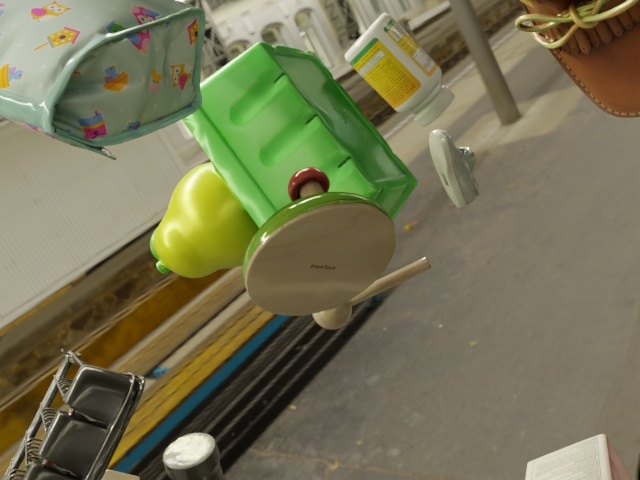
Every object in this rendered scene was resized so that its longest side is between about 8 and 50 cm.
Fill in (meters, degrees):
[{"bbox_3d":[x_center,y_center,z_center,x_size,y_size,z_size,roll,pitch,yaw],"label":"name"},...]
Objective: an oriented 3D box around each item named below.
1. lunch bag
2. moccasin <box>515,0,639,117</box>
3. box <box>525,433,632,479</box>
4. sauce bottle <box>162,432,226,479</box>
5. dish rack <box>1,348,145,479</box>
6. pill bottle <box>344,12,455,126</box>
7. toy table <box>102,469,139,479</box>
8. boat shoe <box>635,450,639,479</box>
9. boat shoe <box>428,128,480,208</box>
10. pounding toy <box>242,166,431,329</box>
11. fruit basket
[{"bbox_3d":[-0.291,-0.199,0.745,0.223,0.160,0.262,22,39,17],"label":"lunch bag"},{"bbox_3d":[0.222,-0.256,0.584,0.139,0.380,0.147,-5,45,39],"label":"moccasin"},{"bbox_3d":[0.413,0.426,1.031,0.148,0.127,0.232,-30,-3,22],"label":"box"},{"bbox_3d":[-0.135,0.421,0.902,0.111,0.345,0.111,-8,22,3],"label":"sauce bottle"},{"bbox_3d":[-0.290,0.223,0.725,0.271,0.074,0.208,-10,52,65],"label":"dish rack"},{"bbox_3d":[0.157,-0.322,1.270,0.117,0.208,0.117,-45,11,11],"label":"pill bottle"},{"bbox_3d":[-0.312,0.547,1.260,0.274,0.252,0.161,-21,50,51],"label":"toy table"},{"bbox_3d":[0.397,0.220,0.719,0.068,0.228,0.081,-18,38,-8],"label":"boat shoe"},{"bbox_3d":[0.310,-0.172,1.492,0.081,0.228,0.079,-32,41,-2],"label":"boat shoe"},{"bbox_3d":[0.000,0.000,0.796,0.183,0.237,0.110,-37,51,14],"label":"pounding toy"},{"bbox_3d":[-0.091,-0.079,1.060,0.392,0.392,0.283,-20,-1,31],"label":"fruit basket"}]
